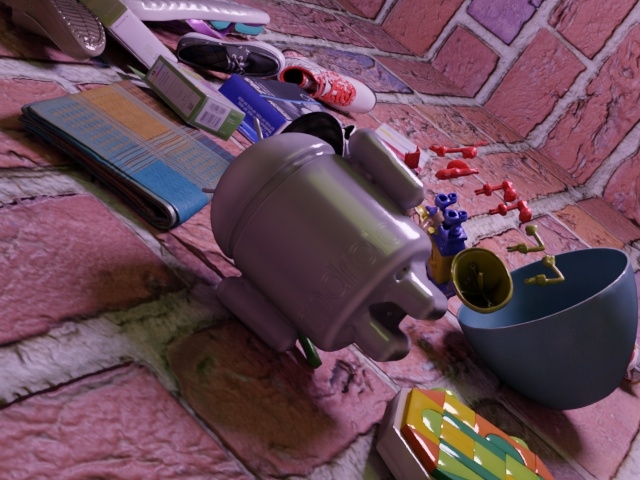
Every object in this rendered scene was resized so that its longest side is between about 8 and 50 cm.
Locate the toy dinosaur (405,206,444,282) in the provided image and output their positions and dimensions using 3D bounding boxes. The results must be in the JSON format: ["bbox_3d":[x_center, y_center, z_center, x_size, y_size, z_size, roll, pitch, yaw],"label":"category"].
[{"bbox_3d":[0.075,0.024,1.552,0.127,0.200,0.295,44,42,-41],"label":"toy dinosaur"}]

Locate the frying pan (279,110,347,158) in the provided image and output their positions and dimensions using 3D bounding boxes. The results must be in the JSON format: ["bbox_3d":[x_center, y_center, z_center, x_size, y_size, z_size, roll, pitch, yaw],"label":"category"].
[{"bbox_3d":[0.008,-0.095,1.564,0.053,0.197,0.326,27,4,-40],"label":"frying pan"}]

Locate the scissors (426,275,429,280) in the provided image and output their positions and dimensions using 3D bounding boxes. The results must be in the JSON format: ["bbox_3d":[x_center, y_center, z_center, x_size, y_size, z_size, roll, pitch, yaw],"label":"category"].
[{"bbox_3d":[0.084,-0.010,1.795,0.297,0.021,0.109,37,23,1],"label":"scissors"}]

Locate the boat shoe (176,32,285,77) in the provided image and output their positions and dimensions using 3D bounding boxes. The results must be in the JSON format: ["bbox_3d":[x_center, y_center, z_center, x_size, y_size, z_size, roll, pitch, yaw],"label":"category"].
[{"bbox_3d":[-0.190,-0.377,2.041,0.229,0.080,0.076,15,34,-2],"label":"boat shoe"}]

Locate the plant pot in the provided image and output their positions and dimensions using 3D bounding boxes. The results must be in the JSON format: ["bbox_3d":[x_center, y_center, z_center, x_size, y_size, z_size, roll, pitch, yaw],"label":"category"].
[{"bbox_3d":[0.393,0.161,1.612,0.290,0.290,0.195,-55,124,-69],"label":"plant pot"}]

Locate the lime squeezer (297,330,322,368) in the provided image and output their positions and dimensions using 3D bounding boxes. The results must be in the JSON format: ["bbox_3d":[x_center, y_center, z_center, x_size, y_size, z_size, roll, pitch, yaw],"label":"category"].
[{"bbox_3d":[-0.042,0.057,1.409,0.110,0.058,0.310,29,21,-16],"label":"lime squeezer"}]

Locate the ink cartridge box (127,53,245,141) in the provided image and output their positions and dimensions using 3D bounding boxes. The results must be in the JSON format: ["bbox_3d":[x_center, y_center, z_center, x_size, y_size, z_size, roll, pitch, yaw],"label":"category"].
[{"bbox_3d":[-0.240,-0.267,1.750,0.209,0.062,0.109,42,12,34],"label":"ink cartridge box"}]

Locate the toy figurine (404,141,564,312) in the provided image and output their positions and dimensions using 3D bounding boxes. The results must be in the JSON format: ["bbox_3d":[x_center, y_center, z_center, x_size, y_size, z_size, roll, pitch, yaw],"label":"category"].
[{"bbox_3d":[0.253,0.025,1.713,0.191,0.217,0.362,-14,52,-14],"label":"toy figurine"}]

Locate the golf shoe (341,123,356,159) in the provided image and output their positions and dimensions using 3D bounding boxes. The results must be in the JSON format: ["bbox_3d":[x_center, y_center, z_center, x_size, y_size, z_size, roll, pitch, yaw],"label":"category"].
[{"bbox_3d":[0.062,-0.206,2.102,0.069,0.086,0.176,40,19,18],"label":"golf shoe"}]

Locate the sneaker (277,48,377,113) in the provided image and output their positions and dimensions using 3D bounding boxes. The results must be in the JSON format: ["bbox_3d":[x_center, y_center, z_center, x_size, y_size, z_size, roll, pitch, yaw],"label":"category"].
[{"bbox_3d":[0.013,-0.360,2.359,0.270,0.090,0.145,26,23,-13],"label":"sneaker"}]

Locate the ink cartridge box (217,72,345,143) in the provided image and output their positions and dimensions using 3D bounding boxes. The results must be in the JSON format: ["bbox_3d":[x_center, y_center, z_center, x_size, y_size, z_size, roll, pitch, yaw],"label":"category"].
[{"bbox_3d":[-0.089,-0.266,2.034,0.165,0.065,0.333,43,23,18],"label":"ink cartridge box"}]

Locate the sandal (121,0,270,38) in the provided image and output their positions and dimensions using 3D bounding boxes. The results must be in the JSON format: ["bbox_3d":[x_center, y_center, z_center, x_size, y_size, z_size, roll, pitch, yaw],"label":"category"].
[{"bbox_3d":[-0.297,-0.480,2.143,0.416,0.102,0.169,-6,29,-42],"label":"sandal"}]

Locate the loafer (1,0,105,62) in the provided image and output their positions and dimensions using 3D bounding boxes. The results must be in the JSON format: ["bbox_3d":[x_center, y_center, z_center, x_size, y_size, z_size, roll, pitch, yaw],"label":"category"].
[{"bbox_3d":[-0.458,-0.377,1.660,0.268,0.092,0.102,48,24,27],"label":"loafer"}]

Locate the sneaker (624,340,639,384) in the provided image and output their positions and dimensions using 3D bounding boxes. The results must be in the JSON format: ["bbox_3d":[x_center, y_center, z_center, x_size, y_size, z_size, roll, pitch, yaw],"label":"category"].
[{"bbox_3d":[0.622,0.229,2.046,0.092,0.088,0.225,53,18,-11],"label":"sneaker"}]

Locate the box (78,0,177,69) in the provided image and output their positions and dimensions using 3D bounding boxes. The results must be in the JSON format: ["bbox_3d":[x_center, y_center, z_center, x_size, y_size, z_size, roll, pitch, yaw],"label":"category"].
[{"bbox_3d":[-0.424,-0.451,1.817,0.322,0.058,0.232,41,-1,19],"label":"box"}]

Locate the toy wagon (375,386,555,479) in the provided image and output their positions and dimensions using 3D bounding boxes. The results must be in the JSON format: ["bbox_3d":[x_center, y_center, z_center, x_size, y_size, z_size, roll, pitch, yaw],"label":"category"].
[{"bbox_3d":[0.226,0.317,1.234,0.344,0.068,0.267,35,21,-2],"label":"toy wagon"}]

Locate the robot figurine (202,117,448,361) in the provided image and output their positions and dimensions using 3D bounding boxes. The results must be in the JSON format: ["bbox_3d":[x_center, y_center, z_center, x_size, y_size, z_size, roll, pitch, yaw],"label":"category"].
[{"bbox_3d":[0.000,0.000,1.262,0.353,0.300,0.200,43,4,17],"label":"robot figurine"}]

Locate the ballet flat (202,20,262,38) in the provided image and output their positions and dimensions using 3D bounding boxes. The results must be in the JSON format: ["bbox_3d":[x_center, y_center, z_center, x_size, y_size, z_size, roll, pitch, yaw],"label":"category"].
[{"bbox_3d":[-0.237,-0.542,2.407,0.077,0.091,0.241,12,1,34],"label":"ballet flat"}]

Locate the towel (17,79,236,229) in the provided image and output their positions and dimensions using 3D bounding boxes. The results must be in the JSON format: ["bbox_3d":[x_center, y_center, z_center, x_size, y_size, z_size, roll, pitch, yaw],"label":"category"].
[{"bbox_3d":[-0.271,-0.143,1.522,0.271,0.040,0.370,36,19,0],"label":"towel"}]

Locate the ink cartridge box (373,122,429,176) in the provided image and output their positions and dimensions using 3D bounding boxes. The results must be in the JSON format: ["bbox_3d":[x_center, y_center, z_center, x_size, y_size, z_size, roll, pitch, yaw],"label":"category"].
[{"bbox_3d":[0.128,-0.143,2.003,0.127,0.128,0.176,36,21,1],"label":"ink cartridge box"}]
